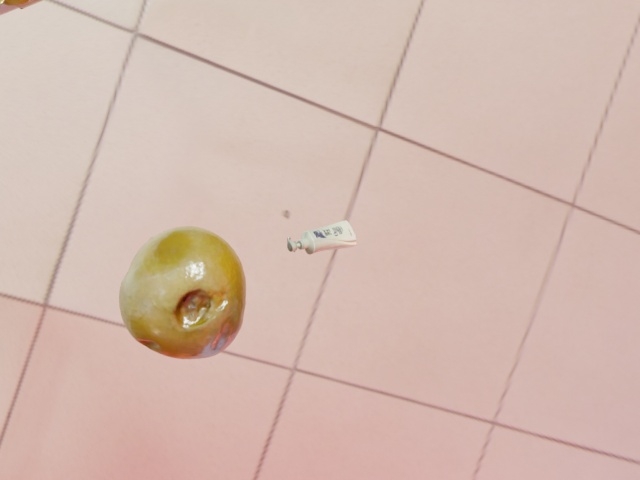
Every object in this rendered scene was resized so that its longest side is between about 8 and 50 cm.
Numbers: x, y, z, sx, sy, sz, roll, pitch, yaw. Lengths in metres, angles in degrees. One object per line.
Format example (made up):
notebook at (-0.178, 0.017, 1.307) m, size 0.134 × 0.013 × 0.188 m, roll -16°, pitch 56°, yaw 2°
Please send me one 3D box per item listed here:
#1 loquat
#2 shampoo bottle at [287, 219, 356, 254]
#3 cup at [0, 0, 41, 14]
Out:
loquat at (-0.218, 0.081, 1.547) m, size 0.213 × 0.213 × 0.213 m, roll -5°, pitch 102°, yaw -23°
shampoo bottle at (0.000, 0.000, 1.687) m, size 0.141 × 0.034 × 0.049 m, roll -14°, pitch 87°, yaw -39°
cup at (-0.405, -0.415, 1.391) m, size 0.226 × 0.241 × 0.185 m, roll -14°, pitch 141°, yaw 5°
